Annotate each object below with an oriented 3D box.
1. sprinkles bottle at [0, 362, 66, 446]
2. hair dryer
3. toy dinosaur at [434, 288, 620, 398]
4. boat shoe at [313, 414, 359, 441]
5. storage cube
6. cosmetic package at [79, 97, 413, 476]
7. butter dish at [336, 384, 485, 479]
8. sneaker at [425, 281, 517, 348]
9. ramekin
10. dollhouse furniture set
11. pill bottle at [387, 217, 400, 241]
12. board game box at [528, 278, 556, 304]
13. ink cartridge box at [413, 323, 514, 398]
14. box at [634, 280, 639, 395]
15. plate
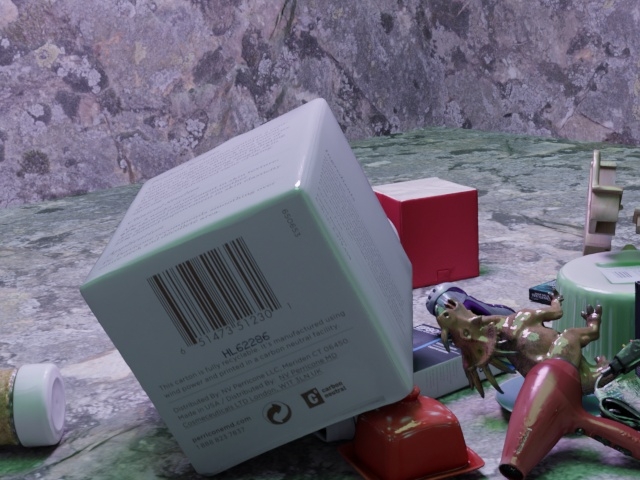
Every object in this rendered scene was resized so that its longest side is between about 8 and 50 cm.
[{"bbox_3d":[-0.563,0.253,1.579,0.356,0.121,0.121,-4,14,0],"label":"sprinkles bottle"},{"bbox_3d":[0.360,0.235,1.408,0.294,0.080,0.223,-20,40,-10],"label":"hair dryer"},{"bbox_3d":[0.321,0.174,1.583,0.296,0.127,0.200,23,37,28],"label":"toy dinosaur"},{"bbox_3d":[-0.018,0.232,1.591,0.076,0.083,0.226,-11,16,-29],"label":"boat shoe"},{"bbox_3d":[0.215,-0.019,2.308,0.215,0.193,0.184,-8,15,-21],"label":"storage cube"},{"bbox_3d":[-0.078,0.051,1.527,0.330,0.327,0.393,-24,20,15],"label":"cosmetic package"},{"bbox_3d":[0.116,0.247,1.423,0.160,0.118,0.160,-9,16,-21],"label":"butter dish"},{"bbox_3d":[0.276,0.147,1.776,0.224,0.083,0.098,22,13,-31],"label":"sneaker"},{"bbox_3d":[0.526,0.118,1.764,0.304,0.148,0.303,-4,14,1],"label":"ramekin"},{"bbox_3d":[0.656,-0.039,1.915,0.356,0.173,0.303,4,-24,13],"label":"dollhouse furniture set"},{"bbox_3d":[0.000,0.000,2.263,0.204,0.204,0.361,-10,15,-23],"label":"pill bottle"},{"bbox_3d":[0.514,0.105,2.068,0.126,0.026,0.186,-14,17,-39],"label":"board game box"},{"bbox_3d":[0.148,0.200,1.721,0.333,0.065,0.165,-13,16,-36],"label":"ink cartridge box"},{"bbox_3d":[0.601,0.146,1.565,0.261,0.184,0.103,-4,15,-3],"label":"box"},{"bbox_3d":[0.353,0.238,1.591,0.188,0.024,0.188,-4,15,1],"label":"plate"}]
